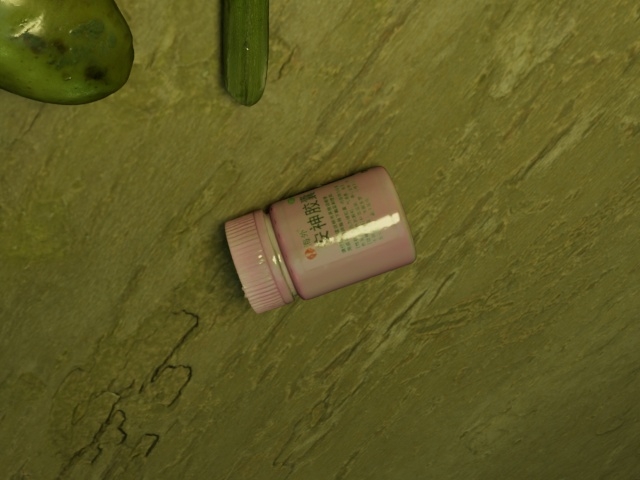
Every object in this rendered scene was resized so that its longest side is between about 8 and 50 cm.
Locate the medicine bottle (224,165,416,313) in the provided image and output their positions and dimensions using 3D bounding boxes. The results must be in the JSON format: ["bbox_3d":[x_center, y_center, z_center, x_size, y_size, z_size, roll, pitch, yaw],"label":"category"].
[{"bbox_3d":[0.000,0.000,1.431,0.290,0.178,0.178,-19,132,1],"label":"medicine bottle"}]

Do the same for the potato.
[{"bbox_3d":[-0.372,-0.287,1.057,0.304,0.216,0.216,25,119,-40],"label":"potato"}]

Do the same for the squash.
[{"bbox_3d":[-0.108,-0.299,1.220,0.069,0.069,0.239,-5,128,-12],"label":"squash"}]
